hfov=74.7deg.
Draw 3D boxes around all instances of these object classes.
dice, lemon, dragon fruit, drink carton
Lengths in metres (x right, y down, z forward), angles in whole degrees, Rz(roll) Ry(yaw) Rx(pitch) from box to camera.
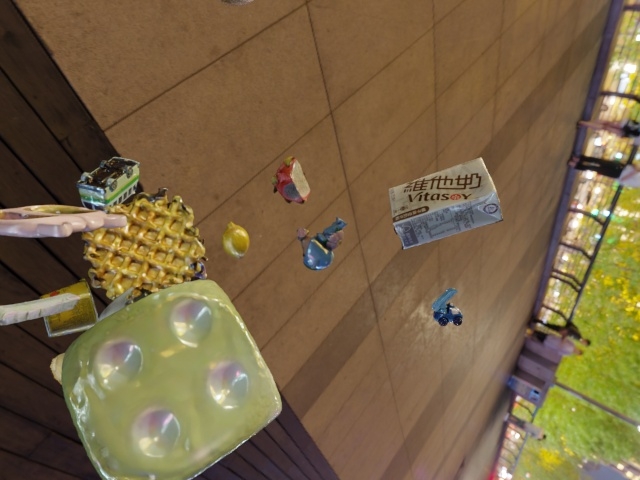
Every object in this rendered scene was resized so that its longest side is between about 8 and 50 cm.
[{"bbox_3d":[-0.222,0.230,0.671,0.249,0.252,0.254,-27,165,-19],"label":"dice"},{"bbox_3d":[-0.201,-0.001,0.994,0.065,0.065,0.092,-28,110,-41],"label":"lemon"},{"bbox_3d":[-0.060,-0.104,0.773,0.083,0.060,0.056,64,34,-35],"label":"dragon fruit"},{"bbox_3d":[0.389,-0.119,1.355,0.194,0.324,0.132,-88,154,-47],"label":"drink carton"}]

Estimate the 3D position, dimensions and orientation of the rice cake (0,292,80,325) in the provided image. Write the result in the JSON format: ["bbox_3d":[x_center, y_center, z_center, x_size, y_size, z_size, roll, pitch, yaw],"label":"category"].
[{"bbox_3d":[-0.643,0.153,0.955,0.211,0.043,0.034,-10,120,-79],"label":"rice cake"}]

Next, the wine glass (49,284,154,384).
[{"bbox_3d":[-0.580,0.269,1.166,0.321,0.143,0.143,-44,144,1],"label":"wine glass"}]

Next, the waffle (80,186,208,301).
[{"bbox_3d":[-0.593,0.021,1.421,0.381,0.380,0.095,-21,163,-15],"label":"waffle"}]

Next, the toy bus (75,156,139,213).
[{"bbox_3d":[-0.888,-0.233,1.780,0.276,0.133,0.165,-73,176,-56],"label":"toy bus"}]

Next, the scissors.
[{"bbox_3d":[-0.400,-0.032,0.510,0.160,0.317,0.024,-32,126,-72],"label":"scissors"}]

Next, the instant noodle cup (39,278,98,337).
[{"bbox_3d":[-0.836,0.232,1.392,0.144,0.182,0.182,-16,123,-35],"label":"instant noodle cup"}]

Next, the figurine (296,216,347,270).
[{"bbox_3d":[-0.003,-0.002,1.269,0.178,0.144,0.114,-53,-177,2],"label":"figurine"}]

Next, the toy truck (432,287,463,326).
[{"bbox_3d":[0.319,0.165,1.050,0.056,0.073,0.090,-75,163,-85],"label":"toy truck"}]

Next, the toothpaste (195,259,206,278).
[{"bbox_3d":[-0.538,0.080,1.698,0.075,0.048,0.301,-49,150,-17],"label":"toothpaste"}]

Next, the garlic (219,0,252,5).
[{"bbox_3d":[-0.172,-0.567,0.888,0.115,0.128,0.207,6,74,-32],"label":"garlic"}]
